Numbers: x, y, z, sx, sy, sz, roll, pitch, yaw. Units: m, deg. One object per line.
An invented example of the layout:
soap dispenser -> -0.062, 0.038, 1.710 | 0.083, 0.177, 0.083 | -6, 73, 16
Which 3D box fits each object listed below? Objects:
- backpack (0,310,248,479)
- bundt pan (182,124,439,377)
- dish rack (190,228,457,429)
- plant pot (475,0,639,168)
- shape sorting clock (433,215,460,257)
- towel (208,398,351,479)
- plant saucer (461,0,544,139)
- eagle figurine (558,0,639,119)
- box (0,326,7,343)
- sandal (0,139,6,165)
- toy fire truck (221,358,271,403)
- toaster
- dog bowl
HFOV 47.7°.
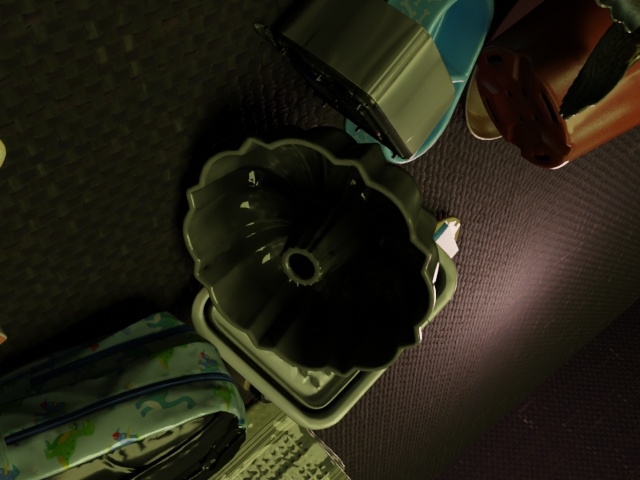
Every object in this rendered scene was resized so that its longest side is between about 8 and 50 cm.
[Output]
backpack -> -0.271, 0.250, 0.915 | 0.355, 0.273, 0.290 | -13, 141, -8
bundt pan -> 0.000, 0.000, 0.895 | 0.124, 0.330, 0.331 | -51, 162, -49
dish rack -> 0.005, 0.076, 1.066 | 0.333, 0.285, 0.072 | -47, -167, -5
plant pot -> 0.385, -0.254, 1.032 | 0.265, 0.272, 0.272 | -33, 148, -8
shape sorting clock -> 0.205, 0.037, 1.437 | 0.206, 0.040, 0.206 | -34, 147, -27
towel -> -0.118, 0.493, 1.403 | 0.324, 0.312, 0.056 | -40, -166, -11
plant saucer -> 0.331, -0.309, 1.179 | 0.310, 0.050, 0.311 | -32, 147, -23
eagle figurine -> 0.395, -0.279, 0.788 | 0.298, 0.225, 0.227 | -15, 103, 3
box -> -0.408, 0.078, 0.667 | 0.130, 0.091, 0.170 | -44, 150, -5
sandal -> -0.357, -0.057, 0.582 | 0.240, 0.079, 0.088 | 8, 121, -55
toy fire truck -> -0.023, 0.128, 1.175 | 0.217, 0.158, 0.247 | -1, 115, -50
toaster -> 0.048, -0.201, 0.837 | 0.110, 0.168, 0.185 | -51, 151, 1
dog bowl -> 0.140, -0.236, 1.000 | 0.165, 0.074, 0.297 | -16, 139, -42
